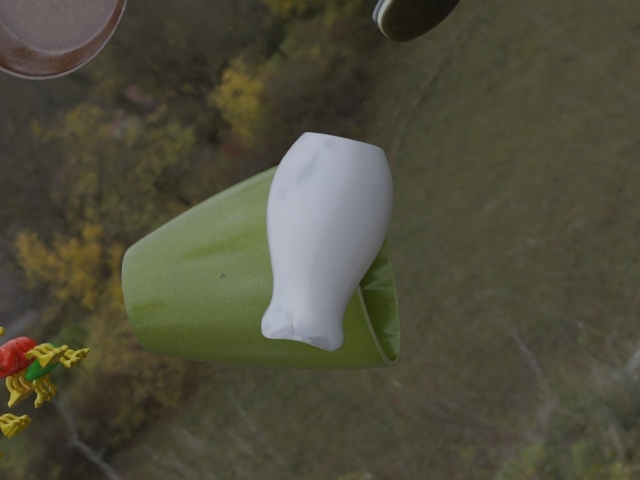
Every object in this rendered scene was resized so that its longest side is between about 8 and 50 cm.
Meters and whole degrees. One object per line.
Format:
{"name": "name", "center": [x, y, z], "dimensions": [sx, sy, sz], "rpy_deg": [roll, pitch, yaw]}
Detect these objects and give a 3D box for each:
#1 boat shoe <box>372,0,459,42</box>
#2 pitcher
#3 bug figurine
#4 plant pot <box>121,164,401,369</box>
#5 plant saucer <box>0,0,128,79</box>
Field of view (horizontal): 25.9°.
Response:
{"name": "boat shoe", "center": [0.132, -0.320, 1.584], "dimensions": [0.223, 0.080, 0.073], "rpy_deg": [-51, 42, -6]}
{"name": "pitcher", "center": [0.000, 0.000, 1.432], "dimensions": [0.178, 0.125, 0.207], "rpy_deg": [-165, 87, -85]}
{"name": "bug figurine", "center": [-0.394, 0.198, 1.650], "dimensions": [0.279, 0.072, 0.216], "rpy_deg": [-49, -8, 13]}
{"name": "plant pot", "center": [-0.078, 0.045, 1.678], "dimensions": [0.293, 0.275, 0.275], "rpy_deg": [-13, 30, 11]}
{"name": "plant saucer", "center": [-0.252, -0.247, 1.276], "dimensions": [0.198, 0.198, 0.036], "rpy_deg": [-45, -10, 22]}
